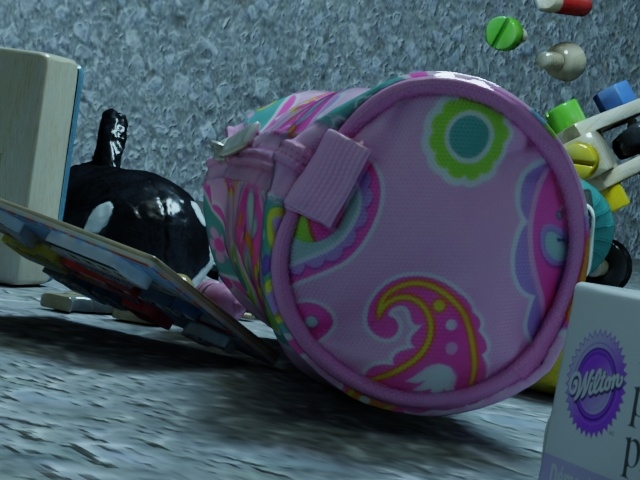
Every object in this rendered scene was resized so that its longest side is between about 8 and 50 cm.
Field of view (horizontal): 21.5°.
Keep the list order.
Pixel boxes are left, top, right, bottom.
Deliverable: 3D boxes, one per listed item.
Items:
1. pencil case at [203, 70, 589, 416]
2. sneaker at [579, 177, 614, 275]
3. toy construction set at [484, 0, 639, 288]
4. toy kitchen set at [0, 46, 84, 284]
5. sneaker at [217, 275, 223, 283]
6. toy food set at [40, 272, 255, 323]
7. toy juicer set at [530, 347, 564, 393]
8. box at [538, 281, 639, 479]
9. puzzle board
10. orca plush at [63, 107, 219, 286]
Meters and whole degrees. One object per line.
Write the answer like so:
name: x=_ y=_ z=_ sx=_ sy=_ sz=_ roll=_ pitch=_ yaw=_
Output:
pencil case: x=0.015 y=-0.006 z=0.686 sx=0.124 sy=0.124 sz=0.284 roll=8 pitch=3 yaw=-10
sneaker: x=0.127 y=0.008 z=1.121 sx=0.121 sy=0.108 sz=0.302 roll=11 pitch=12 yaw=40
toy construction set: x=0.200 y=-0.091 z=1.632 sx=0.257 sy=0.308 sz=0.237 roll=1 pitch=3 yaw=28
toy kitchen set: x=-0.215 y=-0.051 z=0.975 sx=0.207 sy=0.122 sz=0.166 roll=10 pitch=3 yaw=20
sneaker: x=0.000 y=0.000 z=0.956 sx=0.059 sy=0.053 sz=0.144 roll=-9 pitch=14 yaw=46
toy food set: x=-0.077 y=0.027 z=0.832 sx=0.078 sy=0.019 sz=0.122 roll=9 pitch=2 yaw=17
toy juicer set: x=0.189 y=0.036 z=0.743 sx=0.209 sy=0.089 sz=0.329 roll=8 pitch=3 yaw=-22
box: x=0.157 y=0.060 z=0.342 sx=0.067 sy=0.063 sz=0.324 roll=9 pitch=2 yaw=-25
puzzle board: x=-0.088 y=0.014 z=0.694 sx=0.128 sy=0.011 sz=0.096 roll=18 pitch=-15 yaw=37
orca plush: x=-0.121 y=-0.032 z=1.093 sx=0.151 sy=0.102 sz=0.287 roll=8 pitch=2 yaw=-3
